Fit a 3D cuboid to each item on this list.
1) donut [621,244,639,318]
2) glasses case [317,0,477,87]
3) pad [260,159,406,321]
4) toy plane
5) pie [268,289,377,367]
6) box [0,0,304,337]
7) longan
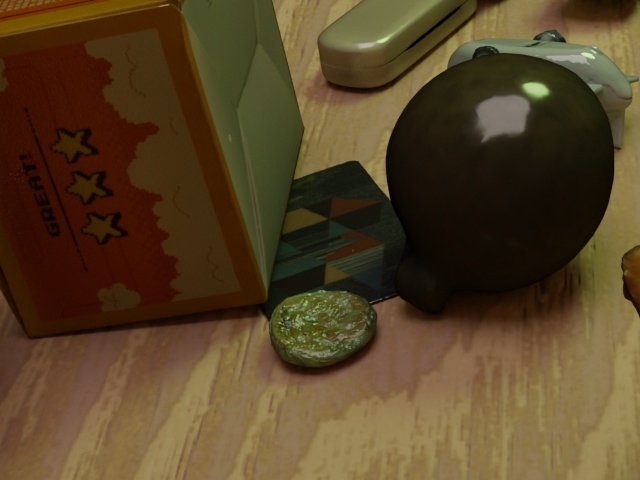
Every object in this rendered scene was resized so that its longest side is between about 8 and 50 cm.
[{"bbox_3d":[0.407,0.078,0.906,0.435,0.164,0.378,-18,33,-14],"label":"donut"},{"bbox_3d":[0.075,-0.208,1.568,0.083,0.050,0.196,17,41,34],"label":"glasses case"},{"bbox_3d":[0.000,0.000,1.307,0.142,0.003,0.211,-19,32,-12],"label":"pad"},{"bbox_3d":[0.182,-0.131,1.384,0.174,0.080,0.174,1,18,0],"label":"toy plane"},{"bbox_3d":[0.002,0.064,1.187,0.084,0.021,0.084,-5,34,3],"label":"pie"},{"bbox_3d":[-0.151,-0.116,1.296,0.213,0.260,0.283,-6,31,11],"label":"box"},{"bbox_3d":[0.120,-0.040,1.198,0.204,0.159,0.185,-58,24,-1],"label":"longan"}]
